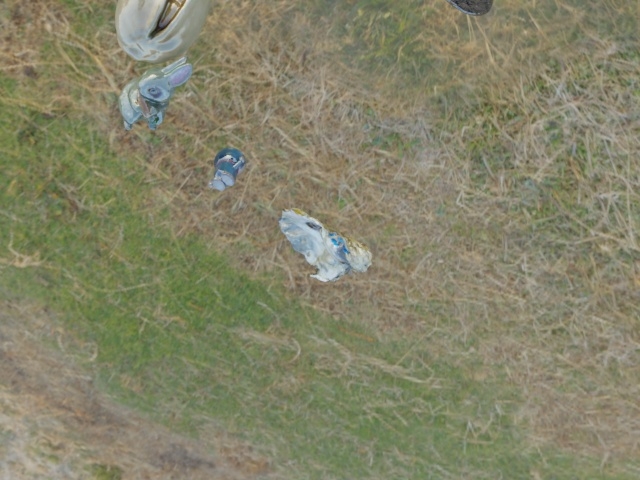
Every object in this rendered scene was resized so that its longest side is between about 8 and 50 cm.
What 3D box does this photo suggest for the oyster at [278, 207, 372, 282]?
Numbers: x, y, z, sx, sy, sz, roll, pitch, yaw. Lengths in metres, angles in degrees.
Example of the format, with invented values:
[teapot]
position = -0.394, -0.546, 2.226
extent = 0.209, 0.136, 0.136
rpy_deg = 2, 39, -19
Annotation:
[oyster]
position = 0.000, 0.000, 1.436
extent = 0.222, 0.083, 0.214
rpy_deg = 54, 148, -12

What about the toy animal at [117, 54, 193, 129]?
[toy animal]
position = -0.416, -0.379, 1.484
extent = 0.127, 0.125, 0.251
rpy_deg = 44, 133, -11

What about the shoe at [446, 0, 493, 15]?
[shoe]
position = 0.159, -0.358, 0.753
extent = 0.179, 0.071, 0.049
rpy_deg = 30, 85, -22

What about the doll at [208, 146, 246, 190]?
[doll]
position = -0.248, -0.196, 1.605
extent = 0.114, 0.151, 0.085
rpy_deg = -25, 123, 21

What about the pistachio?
[pistachio]
position = -0.249, -0.388, 0.971
extent = 0.144, 0.144, 0.215
rpy_deg = 33, 87, -10
